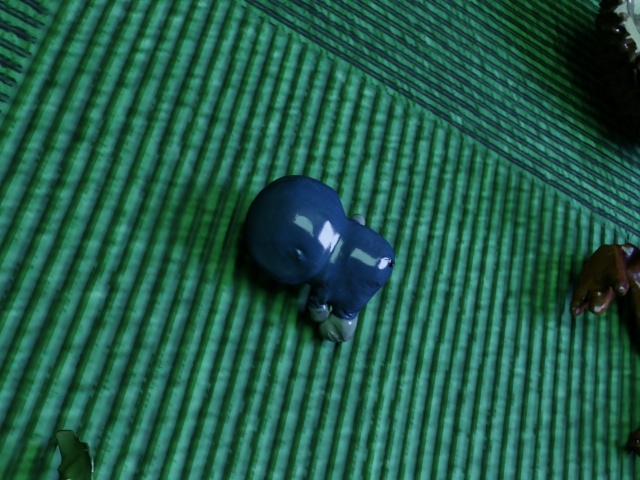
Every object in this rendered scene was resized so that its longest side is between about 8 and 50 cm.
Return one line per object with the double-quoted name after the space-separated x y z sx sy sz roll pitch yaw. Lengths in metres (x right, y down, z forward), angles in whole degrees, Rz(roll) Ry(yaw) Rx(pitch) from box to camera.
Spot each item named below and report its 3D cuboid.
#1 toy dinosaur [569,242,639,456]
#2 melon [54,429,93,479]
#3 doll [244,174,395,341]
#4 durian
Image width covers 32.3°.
0.267 0.036 0.714 0.208 0.097 0.432 46 50 -17 "toy dinosaur"
-0.160 0.166 0.390 0.114 0.053 0.262 32 44 8 "melon"
0.000 0.000 0.580 0.083 0.050 0.076 34 46 -11 "doll"
0.256 -0.117 0.796 0.148 0.091 0.188 8 63 -16 "durian"
